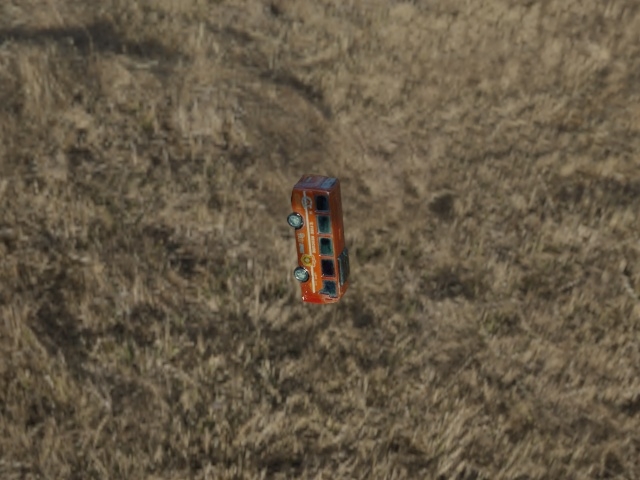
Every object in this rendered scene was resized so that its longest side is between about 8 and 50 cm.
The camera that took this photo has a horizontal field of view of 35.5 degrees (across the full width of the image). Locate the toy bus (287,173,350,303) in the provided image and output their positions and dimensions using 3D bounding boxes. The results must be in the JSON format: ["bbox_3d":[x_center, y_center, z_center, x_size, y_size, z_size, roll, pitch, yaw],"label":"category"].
[{"bbox_3d":[0.000,0.000,0.820,0.043,0.110,0.031,6,31,20],"label":"toy bus"}]
